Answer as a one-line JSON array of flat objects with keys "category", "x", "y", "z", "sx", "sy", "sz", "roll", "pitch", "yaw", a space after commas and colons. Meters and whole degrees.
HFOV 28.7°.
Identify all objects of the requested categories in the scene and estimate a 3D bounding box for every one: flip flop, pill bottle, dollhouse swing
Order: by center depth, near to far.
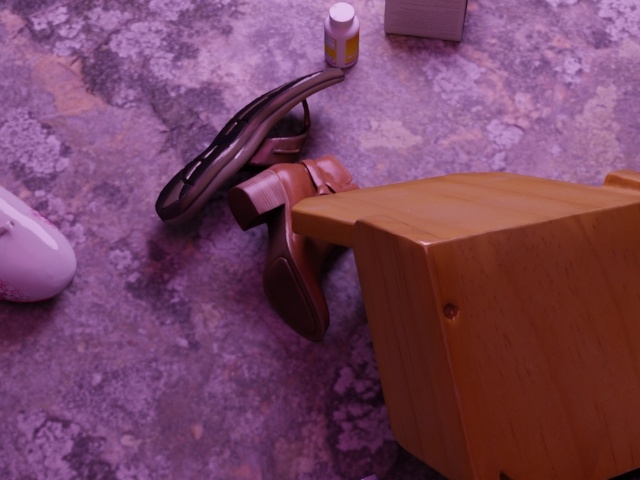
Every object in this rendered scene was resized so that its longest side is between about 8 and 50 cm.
[{"category": "dollhouse swing", "x": 0.175, "y": 0.075, "z": 1.271, "sx": 0.347, "sy": 0.305, "sz": 0.315, "roll": -11, "pitch": 89, "yaw": -32}, {"category": "flip flop", "x": -0.072, "y": -0.103, "z": 1.441, "sx": 0.277, "sy": 0.112, "sz": 0.080, "roll": -47, "pitch": 108, "yaw": -22}, {"category": "pill bottle", "x": 0.026, "y": -0.251, "z": 1.525, "sx": 0.043, "sy": 0.083, "sz": 0.043, "roll": 0, "pitch": 60, "yaw": 0}]

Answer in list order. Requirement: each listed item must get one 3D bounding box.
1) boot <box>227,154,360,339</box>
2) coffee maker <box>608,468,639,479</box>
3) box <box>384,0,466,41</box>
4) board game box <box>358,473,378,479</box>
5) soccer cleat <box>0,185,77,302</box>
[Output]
[{"category": "boot", "x": 0.000, "y": 0.000, "z": 1.392, "sx": 0.152, "sy": 0.073, "sz": 0.197, "roll": -22, "pitch": 87, "yaw": -40}, {"category": "coffee maker", "x": 0.276, "y": 0.303, "z": 1.197, "sx": 0.171, "sy": 0.120, "sz": 0.178, "roll": 6, "pitch": 57, "yaw": 25}, {"category": "box", "x": 0.135, "y": -0.316, "z": 1.560, "sx": 0.102, "sy": 0.087, "sz": 0.101, "roll": 8, "pitch": 61, "yaw": 5}, {"category": "board game box", "x": -0.011, "y": 0.339, "z": 1.211, "sx": 0.212, "sy": 0.039, "sz": 0.160, "roll": -20, "pitch": 62, "yaw": -12}, {"category": "soccer cleat", "x": -0.419, "y": -0.043, "z": 1.377, "sx": 0.331, "sy": 0.143, "sz": 0.116, "roll": 28, "pitch": 64, "yaw": 16}]
